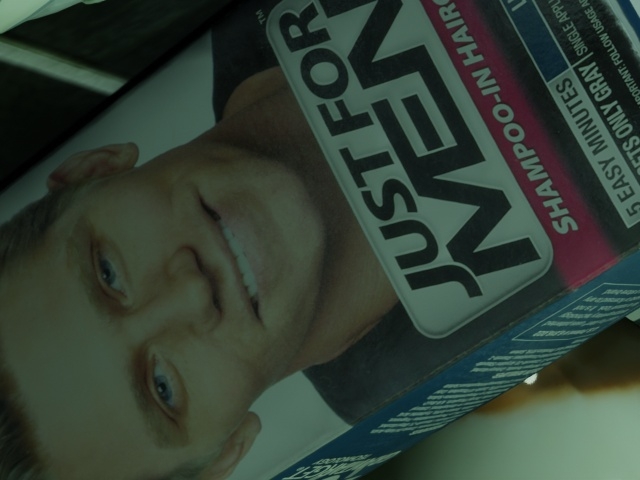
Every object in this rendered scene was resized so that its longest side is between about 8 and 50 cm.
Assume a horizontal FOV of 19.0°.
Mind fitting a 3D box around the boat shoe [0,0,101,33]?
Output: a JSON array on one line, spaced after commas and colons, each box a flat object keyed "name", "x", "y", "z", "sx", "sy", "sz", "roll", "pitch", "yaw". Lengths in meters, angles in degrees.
[{"name": "boat shoe", "x": -0.031, "y": -0.131, "z": 0.516, "sx": 0.227, "sy": 0.079, "sz": 0.081, "roll": -32, "pitch": 174, "yaw": 36}]

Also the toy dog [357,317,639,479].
[{"name": "toy dog", "x": 0.023, "y": 0.152, "z": 0.997, "sx": 0.408, "sy": 0.284, "sz": 0.395, "roll": -28, "pitch": 170, "yaw": 35}]

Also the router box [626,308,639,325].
[{"name": "router box", "x": 0.196, "y": 0.043, "z": 1.362, "sx": 0.335, "sy": 0.082, "sz": 0.301, "roll": -18, "pitch": 163, "yaw": -10}]

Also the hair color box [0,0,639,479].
[{"name": "hair color box", "x": 0.000, "y": 0.000, "z": 0.785, "sx": 0.347, "sy": 0.174, "sz": 0.105, "roll": -35, "pitch": 163, "yaw": 27}]
